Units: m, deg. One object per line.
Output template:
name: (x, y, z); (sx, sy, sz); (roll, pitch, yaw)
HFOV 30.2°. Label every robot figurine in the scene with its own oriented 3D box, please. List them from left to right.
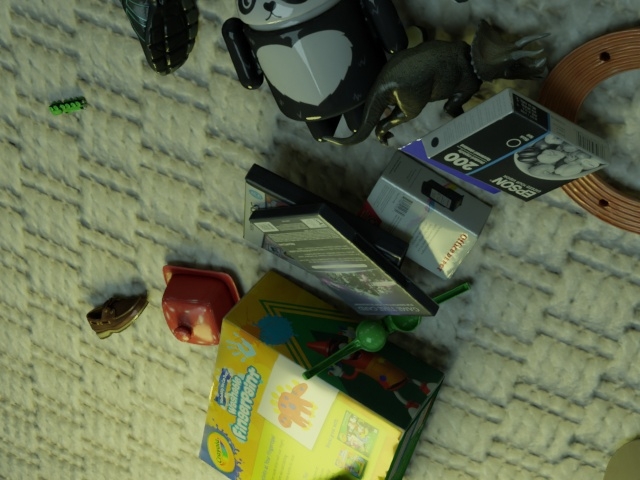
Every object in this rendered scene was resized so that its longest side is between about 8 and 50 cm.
robot figurine: (-0.009, -0.275, 1.648); (0.173, 0.209, 0.278); (42, 160, 58)

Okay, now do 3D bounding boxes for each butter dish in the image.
butter dish: (-0.231, 0.140, 2.195); (0.160, 0.118, 0.160); (7, 131, 27)

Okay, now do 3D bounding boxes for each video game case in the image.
video game case: (0.000, 0.000, 1.929); (0.275, 0.035, 0.248); (28, 158, 7)
video game case: (0.036, 0.035, 1.882); (0.274, 0.026, 0.196); (40, 156, -28)

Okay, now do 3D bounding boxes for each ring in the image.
ring: (0.454, -0.142, 1.599); (0.337, 0.032, 0.336); (17, 135, 18)

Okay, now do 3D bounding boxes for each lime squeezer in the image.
lime squeezer: (0.112, 0.152, 1.983); (0.310, 0.110, 0.059); (-29, 106, 5)

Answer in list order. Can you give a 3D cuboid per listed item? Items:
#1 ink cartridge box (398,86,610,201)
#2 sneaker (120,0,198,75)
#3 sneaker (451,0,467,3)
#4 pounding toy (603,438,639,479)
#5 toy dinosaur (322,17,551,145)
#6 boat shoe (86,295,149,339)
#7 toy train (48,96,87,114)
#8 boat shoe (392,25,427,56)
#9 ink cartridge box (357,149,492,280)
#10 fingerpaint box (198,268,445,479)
ink cartridge box: (0.249, -0.115, 1.623); (0.206, 0.045, 0.208); (21, 148, -36)
sneaker: (-0.256, -0.374, 1.788); (0.106, 0.101, 0.267); (32, 143, 35)
sneaker: (0.129, -0.397, 1.539); (0.081, 0.080, 0.211); (-23, 104, 49)
pounding toy: (0.572, 0.448, 1.990); (0.183, 0.110, 0.236); (27, 106, 51)
toy dinosaur: (0.141, -0.217, 1.604); (0.314, 0.121, 0.160); (-12, 144, -11)
boat shoe: (-0.405, 0.145, 2.343); (0.060, 0.064, 0.178); (47, 138, -17)
toy train: (-0.438, -0.232, 2.060); (0.083, 0.017, 0.023); (-4, 135, 33)
boat shoe: (0.129, -0.252, 1.688); (0.049, 0.042, 0.133); (40, 142, 27)
ink cartridge box: (0.157, -0.037, 1.838); (0.175, 0.072, 0.127); (32, 138, 2)
fingerpaint box: (-0.012, 0.323, 2.172); (0.371, 0.163, 0.444); (30, 138, 15)
